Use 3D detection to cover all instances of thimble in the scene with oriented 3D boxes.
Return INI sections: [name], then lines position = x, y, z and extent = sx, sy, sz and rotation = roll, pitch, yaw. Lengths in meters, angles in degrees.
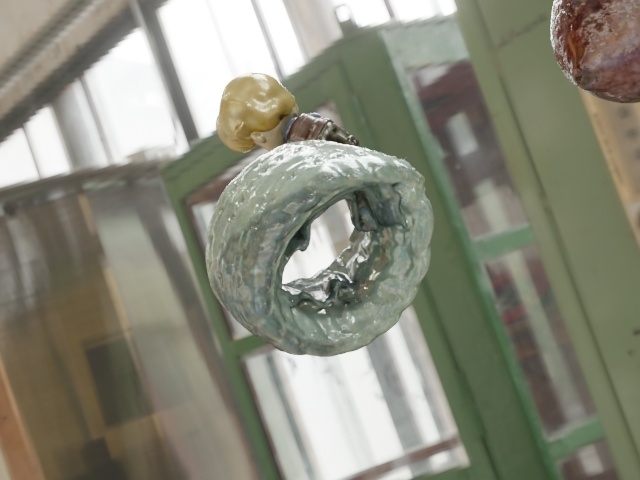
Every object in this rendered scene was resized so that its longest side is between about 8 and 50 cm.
[thimble]
position = 0.000, 0.000, 1.357
extent = 0.250, 0.205, 0.172
rotation = -45, 28, -8

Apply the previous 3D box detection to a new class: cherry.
[cherry]
position = 0.392, -0.280, 1.516
extent = 0.300, 0.230, 0.203
rotation = -48, -36, -19

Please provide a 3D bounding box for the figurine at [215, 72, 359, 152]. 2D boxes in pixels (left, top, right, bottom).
[figurine]
position = -0.044, -0.149, 1.671
extent = 0.114, 0.196, 0.108
rotation = -62, -6, -17
